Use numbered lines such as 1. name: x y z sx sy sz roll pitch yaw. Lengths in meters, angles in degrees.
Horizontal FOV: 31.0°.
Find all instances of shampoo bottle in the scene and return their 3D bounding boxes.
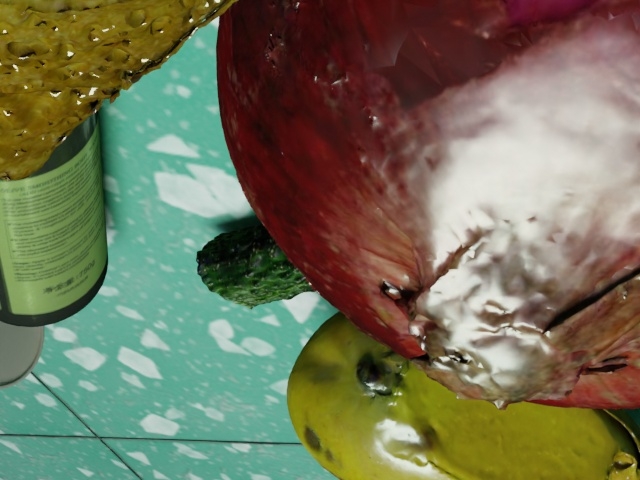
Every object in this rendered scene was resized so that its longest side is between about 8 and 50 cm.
1. shampoo bottle: -0.181 -0.060 0.682 0.101 0.101 0.284 17 144 6

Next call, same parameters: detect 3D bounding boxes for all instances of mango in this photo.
1. mango: 0.103 0.123 0.749 0.261 0.130 0.167 22 174 -14

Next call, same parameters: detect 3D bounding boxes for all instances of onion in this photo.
1. onion: 0.096 -0.059 0.415 0.276 0.276 0.276 14 144 10

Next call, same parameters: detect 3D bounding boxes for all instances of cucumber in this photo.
1. cucumber: 0.001 0.000 0.708 0.058 0.058 0.187 41 141 -26

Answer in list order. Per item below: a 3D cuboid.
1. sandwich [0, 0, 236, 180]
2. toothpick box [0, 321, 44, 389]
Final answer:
1. sandwich: -0.075 -0.189 0.338 0.099 0.271 0.301 -8 169 -43
2. toothpick box: -0.308 0.079 0.932 0.148 0.098 0.098 -11 133 37
